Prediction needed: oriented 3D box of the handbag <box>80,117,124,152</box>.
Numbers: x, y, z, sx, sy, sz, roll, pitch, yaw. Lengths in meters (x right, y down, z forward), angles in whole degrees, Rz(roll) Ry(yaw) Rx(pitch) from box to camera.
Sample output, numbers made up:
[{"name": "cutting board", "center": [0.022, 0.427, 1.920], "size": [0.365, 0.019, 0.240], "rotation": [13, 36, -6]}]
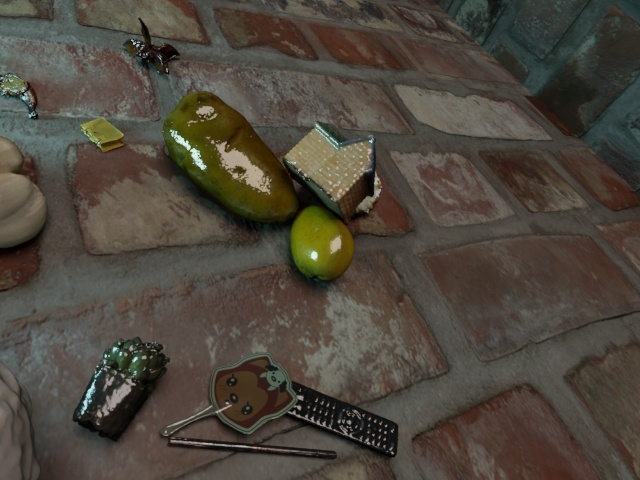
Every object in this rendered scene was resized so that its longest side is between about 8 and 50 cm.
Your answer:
[{"name": "handbag", "center": [-0.495, -0.241, 0.955], "size": [0.083, 0.027, 0.061], "rotation": [38, 46, 13]}]

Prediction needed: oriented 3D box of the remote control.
[{"name": "remote control", "center": [0.024, 0.303, 0.723], "size": [0.245, 0.025, 0.063], "rotation": [24, 44, -4]}]

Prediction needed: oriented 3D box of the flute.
[{"name": "flute", "center": [-0.098, 0.324, 0.655], "size": [0.269, 0.014, 0.014], "rotation": [12, 47, -15]}]

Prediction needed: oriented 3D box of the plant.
[{"name": "plant", "center": [-0.288, 0.210, 0.616], "size": [0.091, 0.095, 0.143], "rotation": [17, 56, 9]}]

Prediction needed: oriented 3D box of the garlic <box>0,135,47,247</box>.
[{"name": "garlic", "center": [-0.596, -0.128, 0.699], "size": [0.280, 0.185, 0.203], "rotation": [23, 29, -4]}]

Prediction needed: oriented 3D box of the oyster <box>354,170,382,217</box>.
[{"name": "oyster", "center": [0.055, -0.176, 1.121], "size": [0.198, 0.092, 0.260], "rotation": [-17, 77, -32]}]

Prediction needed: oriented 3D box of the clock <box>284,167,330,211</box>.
[{"name": "clock", "center": [0.010, -0.155, 1.028], "size": [0.205, 0.205, 0.051], "rotation": [38, 2, 10]}]

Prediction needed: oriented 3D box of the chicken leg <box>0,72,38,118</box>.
[{"name": "chicken leg", "center": [-0.674, -0.329, 0.941], "size": [0.145, 0.037, 0.062], "rotation": [35, 67, 7]}]

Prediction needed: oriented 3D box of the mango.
[{"name": "mango", "center": [0.000, 0.000, 0.911], "size": [0.098, 0.137, 0.195], "rotation": [49, 20, -46]}]

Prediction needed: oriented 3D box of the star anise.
[{"name": "star anise", "center": [-0.472, -0.559, 1.170], "size": [0.158, 0.144, 0.141], "rotation": [6, 41, -19]}]

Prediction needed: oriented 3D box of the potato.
[{"name": "potato", "center": [-0.201, -0.177, 0.959], "size": [0.369, 0.176, 0.195], "rotation": [46, 13, 8]}]

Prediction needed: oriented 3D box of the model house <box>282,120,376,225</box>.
[{"name": "model house", "center": [0.041, -0.165, 0.924], "size": [0.183, 0.166, 0.172], "rotation": [42, 87, 17]}]

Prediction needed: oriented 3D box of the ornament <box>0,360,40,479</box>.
[{"name": "ornament", "center": [-0.436, 0.229, 0.365], "size": [0.336, 0.337, 0.337], "rotation": [13, 47, -15]}]

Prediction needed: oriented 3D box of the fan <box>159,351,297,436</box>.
[{"name": "fan", "center": [-0.147, 0.258, 0.675], "size": [0.219, 0.009, 0.132], "rotation": [-17, 46, -33]}]
